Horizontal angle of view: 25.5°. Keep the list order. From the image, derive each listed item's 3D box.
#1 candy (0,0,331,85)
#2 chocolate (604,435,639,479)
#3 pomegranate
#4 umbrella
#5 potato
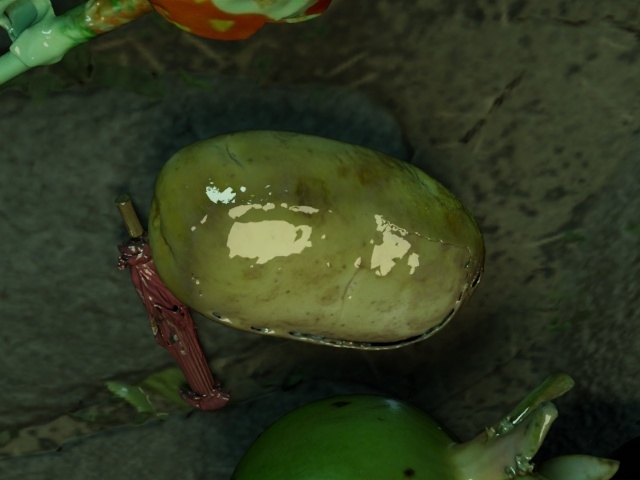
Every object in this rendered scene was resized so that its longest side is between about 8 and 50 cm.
[{"bbox_3d":[-0.114,-0.081,0.598,0.288,0.078,0.084,-26,152,22],"label":"candy"},{"bbox_3d":[0.226,0.262,0.851,0.284,0.283,0.186,15,131,-25],"label":"chocolate"},{"bbox_3d":[0.054,0.157,0.765,0.224,0.181,0.181,-30,131,16],"label":"pomegranate"},{"bbox_3d":[-0.078,0.039,0.732,0.027,0.025,0.165,-29,135,-10],"label":"umbrella"},{"bbox_3d":[0.000,0.000,0.677,0.171,0.080,0.107,6,121,-22],"label":"potato"}]
